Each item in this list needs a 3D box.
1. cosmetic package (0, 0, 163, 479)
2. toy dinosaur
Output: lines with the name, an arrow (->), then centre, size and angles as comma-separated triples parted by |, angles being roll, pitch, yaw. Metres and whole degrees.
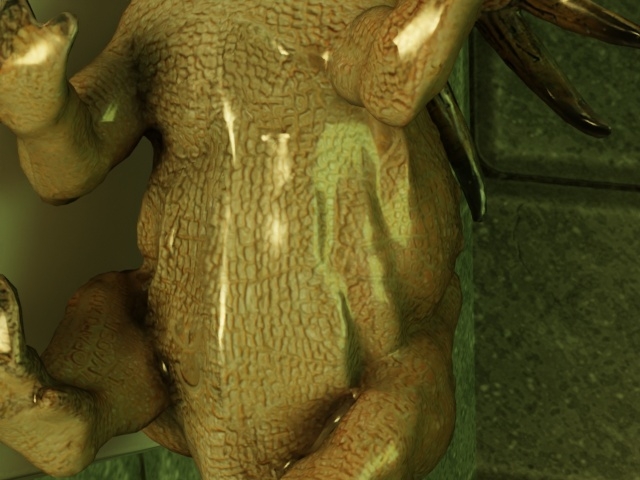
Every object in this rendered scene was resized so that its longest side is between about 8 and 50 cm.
cosmetic package -> -0.232, -0.116, 0.513 | 0.327, 0.393, 0.330 | 1, 96, -67
toy dinosaur -> 0.000, 0.000, 0.444 | 0.200, 0.127, 0.296 | 4, 99, -75
